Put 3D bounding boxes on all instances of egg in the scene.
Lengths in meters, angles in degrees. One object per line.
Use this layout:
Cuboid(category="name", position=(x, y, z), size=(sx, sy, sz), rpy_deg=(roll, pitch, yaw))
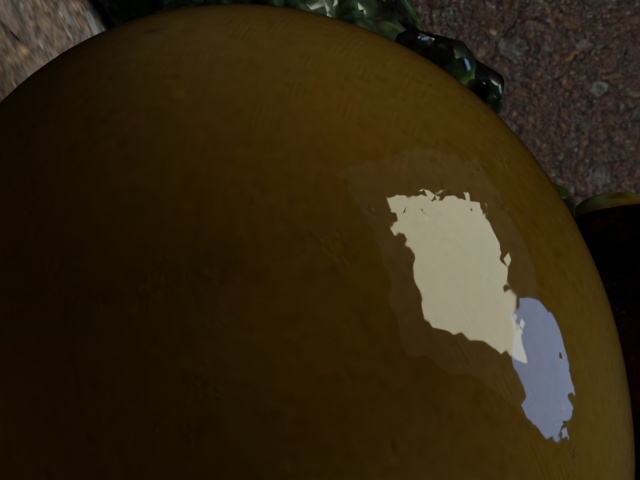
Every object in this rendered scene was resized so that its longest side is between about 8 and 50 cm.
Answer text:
Cuboid(category="egg", position=(-0.012, 0.072, 0.705), size=(0.250, 0.250, 0.322), rpy_deg=(-94, 162, -64))

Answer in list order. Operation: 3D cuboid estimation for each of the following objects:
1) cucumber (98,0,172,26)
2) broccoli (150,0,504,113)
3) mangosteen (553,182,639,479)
Cuboid(category="cucumber", position=(-0.127, -0.185, 1.276), size=(0.069, 0.069, 0.227), rpy_deg=(-98, 162, -60))
Cuboid(category="broccoli", position=(0.000, 0.000, 0.960), size=(0.243, 0.247, 0.263), rpy_deg=(42, 41, -40))
Cuboid(category="mangosteen", position=(0.172, 0.106, 1.126), size=(0.311, 0.311, 0.311), rpy_deg=(61, 11, -20))
